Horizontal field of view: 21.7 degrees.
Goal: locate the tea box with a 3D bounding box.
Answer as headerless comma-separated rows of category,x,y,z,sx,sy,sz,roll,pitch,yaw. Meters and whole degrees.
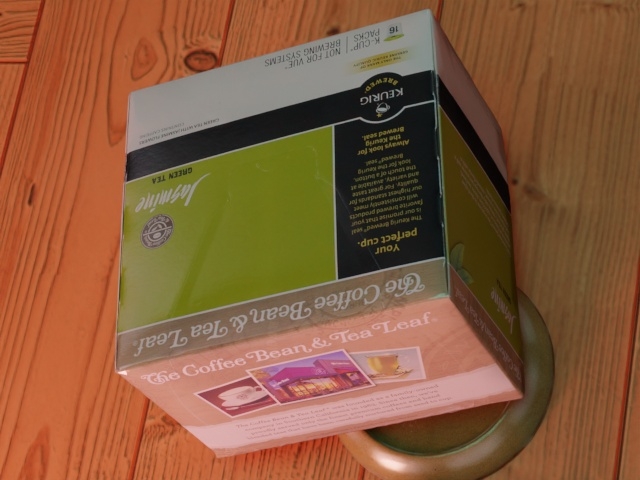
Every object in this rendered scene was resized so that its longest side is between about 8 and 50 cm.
tea box,0.000,0.000,1.602,0.329,0.220,0.323,-13,56,20

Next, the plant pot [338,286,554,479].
plant pot,0.112,0.128,1.646,0.236,0.032,0.236,-7,67,17
